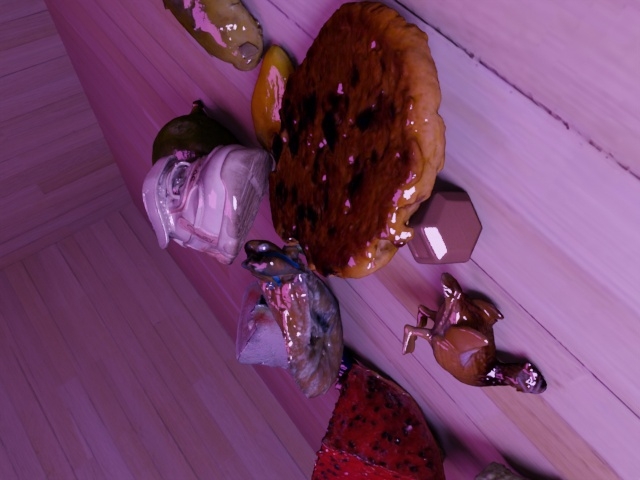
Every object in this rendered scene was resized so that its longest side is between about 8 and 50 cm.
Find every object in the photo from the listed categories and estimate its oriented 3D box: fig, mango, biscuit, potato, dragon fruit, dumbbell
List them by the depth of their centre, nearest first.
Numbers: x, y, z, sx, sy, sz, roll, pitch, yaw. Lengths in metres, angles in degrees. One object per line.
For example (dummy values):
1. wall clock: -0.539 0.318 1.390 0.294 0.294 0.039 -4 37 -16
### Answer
1. biscuit: 0.028 -0.098 0.523 0.334 0.081 0.290 -20 75 61
2. dumbbell: 0.097 -0.013 0.574 0.231 0.082 0.092 -3 117 63
3. potato: -0.167 -0.350 0.652 0.225 0.090 0.117 53 151 -8
4. mango: -0.065 -0.202 0.682 0.101 0.066 0.187 42 146 28
5. dragon fruit: 0.055 0.445 0.937 0.330 0.240 0.302 -56 32 29
6. fig: -0.254 -0.205 0.972 0.203 0.203 0.235 91 179 -53

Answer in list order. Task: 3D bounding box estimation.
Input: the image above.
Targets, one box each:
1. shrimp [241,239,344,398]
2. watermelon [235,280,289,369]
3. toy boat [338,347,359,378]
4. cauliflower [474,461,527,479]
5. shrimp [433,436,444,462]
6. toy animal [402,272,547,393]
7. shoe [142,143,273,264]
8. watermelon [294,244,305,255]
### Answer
1. shrimp: -0.040 0.154 0.865 0.109 0.221 0.446 -2 139 23
2. watermelon: -0.183 0.244 1.286 0.289 0.213 0.320 38 162 40
3. toy boat: 0.073 0.362 1.127 0.318 0.072 0.219 54 160 -2
4. cauliflower: 0.327 0.484 0.658 0.256 0.239 0.315 1 144 32
5. shrimp: 0.208 0.469 1.012 0.115 0.051 0.217 52 151 11
6. toy animal: 0.198 0.124 0.567 0.179 0.089 0.188 15 136 33
7. shoe: -0.212 -0.065 0.775 0.198 0.172 0.351 22 156 -10
8. watermelon: 0.003 0.004 0.830 0.084 0.072 0.092 25 -179 34
